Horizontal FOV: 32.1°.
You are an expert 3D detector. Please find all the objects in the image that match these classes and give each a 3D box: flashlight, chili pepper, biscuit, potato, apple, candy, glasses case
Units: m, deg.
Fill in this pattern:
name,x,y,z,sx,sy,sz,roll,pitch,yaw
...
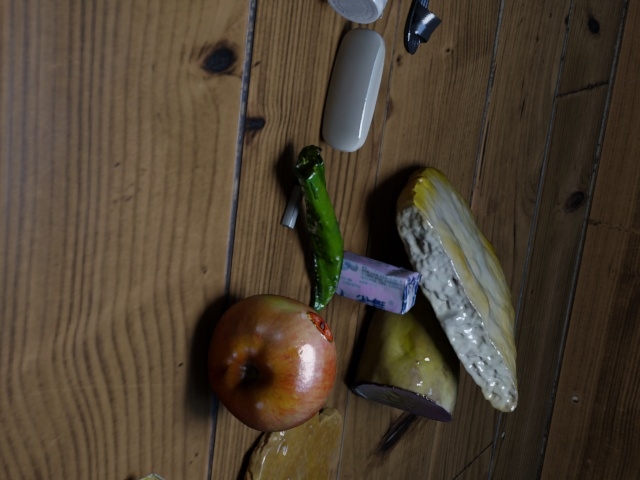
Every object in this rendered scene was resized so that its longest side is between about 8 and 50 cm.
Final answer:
name,x,y,z,sx,sy,sz,roll,pitch,yaw
flashlight,-0.042,-0.062,1.809,0.018,0.018,0.083,30,76,-63
chili pepper,0.000,0.000,1.844,0.085,0.076,0.359,-90,176,-46
biscuit,0.263,0.054,2.165,0.429,0.104,0.446,57,20,-18
potato,0.185,0.199,2.192,0.229,0.229,0.266,50,52,-58
apple,-0.074,0.183,1.678,0.164,0.209,0.209,-6,109,-61
biscuit,-0.066,0.433,1.983,0.376,0.051,0.269,-49,141,-42
candy,0.092,0.074,1.983,0.092,0.160,0.073,-19,124,-66
glasses case,0.055,-0.247,1.832,0.051,0.081,0.204,3,103,-60

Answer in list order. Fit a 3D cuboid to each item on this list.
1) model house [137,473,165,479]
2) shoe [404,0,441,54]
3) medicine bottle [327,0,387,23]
name,x,y,z,sx,sy,sz,roll,pitch,yaw
model house,-0.250,0.468,1.597,0.136,0.207,0.219,-50,-163,57
shoe,0.198,-0.420,2.049,0.062,0.053,0.159,13,89,-67
medicine bottle,0.092,-0.449,1.737,0.215,0.135,0.135,-63,151,-22
